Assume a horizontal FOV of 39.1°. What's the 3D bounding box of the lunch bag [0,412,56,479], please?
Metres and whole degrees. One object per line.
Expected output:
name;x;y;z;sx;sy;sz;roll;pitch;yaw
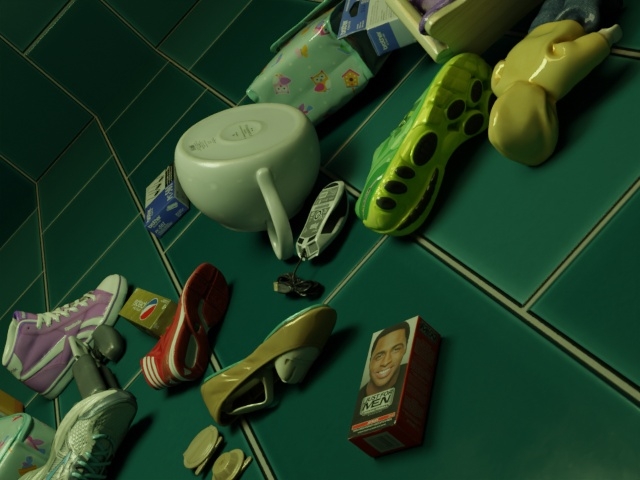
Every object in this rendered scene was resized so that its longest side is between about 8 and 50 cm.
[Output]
lunch bag;-0.566;0.434;1.525;0.224;0.108;0.279;-16;40;48

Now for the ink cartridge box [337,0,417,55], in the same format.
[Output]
ink cartridge box;0.186;-0.400;1.472;0.311;0.065;0.185;-14;37;19

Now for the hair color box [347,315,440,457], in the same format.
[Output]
hair color box;0.081;0.155;0.967;0.072;0.043;0.141;-28;31;39

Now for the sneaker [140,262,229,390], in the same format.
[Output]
sneaker;-0.229;0.139;1.437;0.128;0.087;0.221;-27;31;35

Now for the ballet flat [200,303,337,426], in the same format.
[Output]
ballet flat;-0.059;0.168;1.163;0.232;0.080;0.073;-38;55;27

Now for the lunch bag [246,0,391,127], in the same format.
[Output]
lunch bag;0.012;-0.336;1.649;0.223;0.160;0.262;-34;18;34

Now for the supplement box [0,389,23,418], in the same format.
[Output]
supplement box;-0.701;0.307;1.772;0.080;0.233;0.078;-47;25;2

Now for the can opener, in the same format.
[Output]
can opener;-0.384;0.216;1.585;0.095;0.076;0.283;-51;26;-4

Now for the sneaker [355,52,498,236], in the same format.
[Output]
sneaker;0.136;-0.139;1.222;0.295;0.109;0.123;-54;26;-15

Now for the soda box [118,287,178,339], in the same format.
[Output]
soda box;-0.288;0.132;1.571;0.061;0.058;0.181;-55;26;-14

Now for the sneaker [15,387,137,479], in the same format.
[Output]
sneaker;-0.357;0.355;1.347;0.283;0.110;0.122;-53;43;-4

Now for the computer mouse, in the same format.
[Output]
computer mouse;0.000;0.000;1.323;0.106;0.042;0.193;-10;50;60

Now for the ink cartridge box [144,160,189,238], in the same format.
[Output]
ink cartridge box;-0.338;-0.093;1.986;0.097;0.046;0.207;-43;26;12

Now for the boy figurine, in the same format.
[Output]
boy figurine;0.288;-0.217;1.111;0.177;0.092;0.285;-13;43;50

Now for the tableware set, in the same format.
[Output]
tableware set;-0.157;0.311;1.154;0.141;0.020;0.169;-53;24;-15

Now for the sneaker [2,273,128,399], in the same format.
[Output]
sneaker;-0.506;0.154;1.770;0.102;0.161;0.282;-5;47;58

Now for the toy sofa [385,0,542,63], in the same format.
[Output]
toy sofa;0.268;-0.403;1.242;0.362;0.177;0.150;-41;57;14

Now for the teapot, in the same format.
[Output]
teapot;-0.106;-0.096;1.474;0.253;0.187;0.256;6;35;28
